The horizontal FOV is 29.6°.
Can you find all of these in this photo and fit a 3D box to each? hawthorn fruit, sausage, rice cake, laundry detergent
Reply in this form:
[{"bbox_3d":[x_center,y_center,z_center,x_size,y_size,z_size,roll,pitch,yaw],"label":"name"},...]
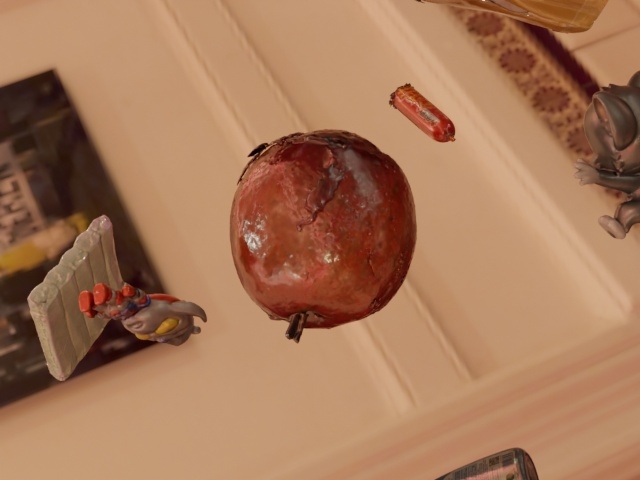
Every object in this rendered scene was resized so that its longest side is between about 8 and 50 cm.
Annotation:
[{"bbox_3d":[0.004,-0.014,1.764,0.316,0.316,0.316,158,90,-77],"label":"hawthorn fruit"},{"bbox_3d":[0.161,-0.187,1.838,0.145,0.050,0.048,49,122,44],"label":"sausage"},{"bbox_3d":[-0.341,0.083,1.720,0.037,0.189,0.198,25,154,17],"label":"rice cake"},{"bbox_3d":[0.186,0.343,1.596,0.061,0.206,0.096,41,-146,-50],"label":"laundry detergent"}]

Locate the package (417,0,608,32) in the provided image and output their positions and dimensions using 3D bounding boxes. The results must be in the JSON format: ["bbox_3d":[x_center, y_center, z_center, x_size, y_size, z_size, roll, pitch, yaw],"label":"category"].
[{"bbox_3d":[0.286,-0.413,1.814,0.221,0.311,0.165,-175,99,-74],"label":"package"}]

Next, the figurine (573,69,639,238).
[{"bbox_3d":[0.453,-0.106,1.760,0.140,0.193,0.265,-38,73,43],"label":"figurine"}]

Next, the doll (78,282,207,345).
[{"bbox_3d":[-0.221,0.094,1.545,0.195,0.104,0.062,25,-149,-49],"label":"doll"}]
